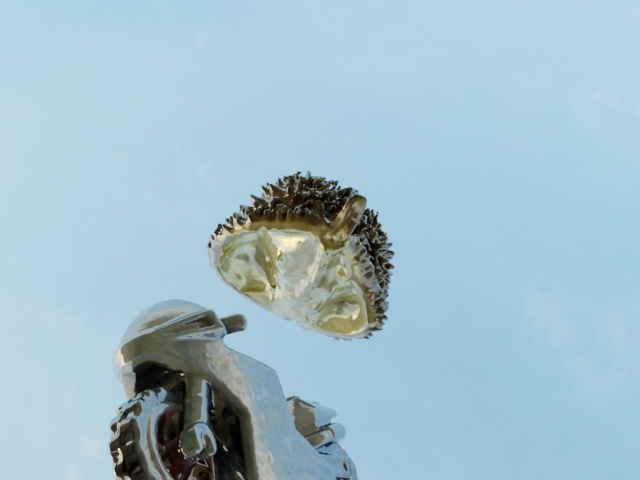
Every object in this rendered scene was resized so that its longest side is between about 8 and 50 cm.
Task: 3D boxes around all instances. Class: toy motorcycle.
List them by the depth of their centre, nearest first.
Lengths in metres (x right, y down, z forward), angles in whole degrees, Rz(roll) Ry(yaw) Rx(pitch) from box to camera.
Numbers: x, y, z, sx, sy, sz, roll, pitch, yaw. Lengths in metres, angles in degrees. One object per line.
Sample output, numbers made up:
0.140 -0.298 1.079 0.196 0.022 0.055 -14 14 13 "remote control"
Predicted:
-0.045 0.104 0.446 0.080 0.215 0.122 -30 -120 17 "toy motorcycle"

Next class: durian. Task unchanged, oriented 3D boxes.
0.000 0.000 0.610 0.148 0.188 0.091 28 -118 -5 "durian"
